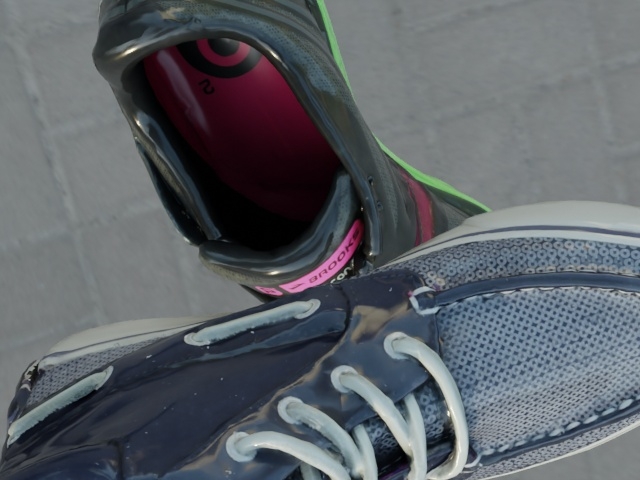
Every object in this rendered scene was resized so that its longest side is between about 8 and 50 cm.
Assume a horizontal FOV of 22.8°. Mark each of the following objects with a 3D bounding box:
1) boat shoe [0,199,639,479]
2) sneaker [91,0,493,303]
[{"bbox_3d":[0.015,0.086,0.681,0.340,0.158,0.127,-16,110,12],"label":"boat shoe"},{"bbox_3d":[0.000,0.000,1.059,0.185,0.202,0.483,-29,115,28],"label":"sneaker"}]
